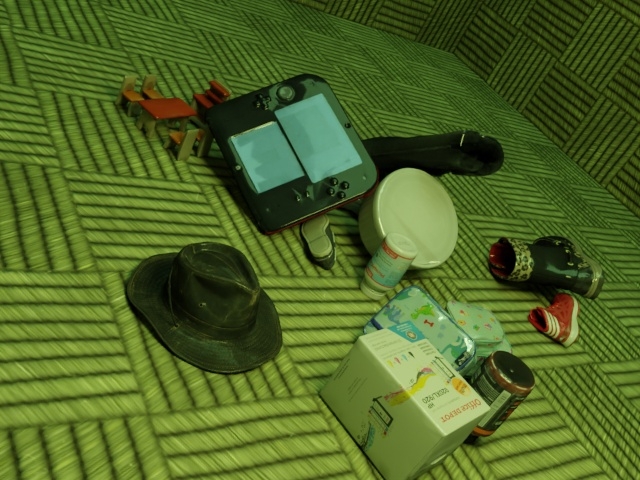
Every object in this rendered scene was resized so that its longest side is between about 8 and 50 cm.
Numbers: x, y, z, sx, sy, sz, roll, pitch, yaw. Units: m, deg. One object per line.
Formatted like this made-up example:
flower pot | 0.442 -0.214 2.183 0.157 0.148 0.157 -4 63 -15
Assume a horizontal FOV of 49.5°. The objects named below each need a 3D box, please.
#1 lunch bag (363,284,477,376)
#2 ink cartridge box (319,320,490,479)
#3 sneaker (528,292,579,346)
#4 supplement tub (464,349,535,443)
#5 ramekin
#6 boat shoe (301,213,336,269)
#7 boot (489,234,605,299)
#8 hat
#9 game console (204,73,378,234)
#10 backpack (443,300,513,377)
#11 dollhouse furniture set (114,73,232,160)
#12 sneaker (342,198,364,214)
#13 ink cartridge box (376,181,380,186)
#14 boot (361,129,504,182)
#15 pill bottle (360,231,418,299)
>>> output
lunch bag | 0.209 0.220 1.469 0.219 0.176 0.090 49 -5 29
ink cartridge box | 0.156 0.300 1.295 0.171 0.168 0.233 -8 48 -48
sneaker | 0.663 0.197 1.980 0.128 0.087 0.221 29 29 -5
supplement tub | 0.333 0.320 1.391 0.106 0.198 0.106 21 32 -14
ramekin | 0.219 -0.044 1.820 0.273 0.127 0.273 11 69 -31
boat shoe | 0.000 0.000 1.745 0.206 0.075 0.065 -102 169 -59
boot | 0.655 0.055 2.124 0.284 0.138 0.377 11 19 -11
hat | -0.195 0.091 1.344 0.331 0.134 0.331 22 30 -14
game console | -0.069 -0.233 1.770 0.342 0.060 0.386 -22 71 -19
backpack | 0.345 0.232 1.593 0.188 0.144 0.166 17 29 -25
dollhouse furniture set | -0.370 -0.357 1.863 0.262 0.135 0.259 41 32 18
sneaker | 0.104 -0.127 1.990 0.297 0.111 0.129 38 15 6
ink cartridge box | 0.158 -0.177 2.158 0.063 0.029 0.115 8 37 -35
boot | 0.323 -0.245 1.984 0.367 0.146 0.445 -11 7 -44
pill bottle | 0.160 0.064 1.664 0.087 0.160 0.087 22 30 -14
